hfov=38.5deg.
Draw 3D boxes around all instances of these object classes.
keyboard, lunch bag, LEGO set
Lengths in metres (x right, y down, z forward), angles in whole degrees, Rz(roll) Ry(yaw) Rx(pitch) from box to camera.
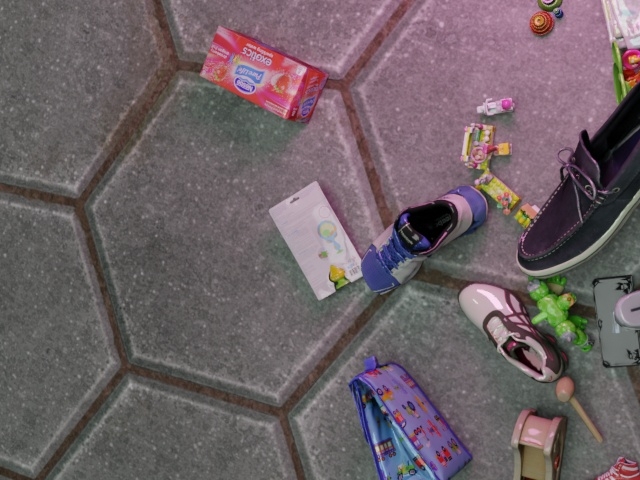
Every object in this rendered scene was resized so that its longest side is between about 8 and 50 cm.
[{"bbox_3d":[0.606,0.160,1.822,0.108,0.023,0.180,-8,89,23],"label":"keyboard"},{"bbox_3d":[0.169,0.376,1.923,0.138,0.221,0.293,-30,79,23],"label":"lunch bag"},{"bbox_3d":[0.357,-0.148,1.883,0.132,0.107,0.287,-15,85,25],"label":"LEGO set"}]

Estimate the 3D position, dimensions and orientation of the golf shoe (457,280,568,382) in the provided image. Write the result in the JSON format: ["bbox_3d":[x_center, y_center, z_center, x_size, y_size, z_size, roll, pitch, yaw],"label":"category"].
[{"bbox_3d":[0.387,0.182,1.875,0.273,0.120,0.105,41,109,20],"label":"golf shoe"}]

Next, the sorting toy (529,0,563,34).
[{"bbox_3d":[0.460,-0.468,1.862,0.061,0.042,0.102,18,99,24],"label":"sorting toy"}]

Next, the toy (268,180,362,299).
[{"bbox_3d":[0.000,0.000,2.084,0.137,0.056,0.237,-30,84,19],"label":"toy"}]

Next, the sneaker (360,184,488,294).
[{"bbox_3d":[0.185,-0.006,1.918,0.315,0.182,0.127,-38,75,30],"label":"sneaker"}]

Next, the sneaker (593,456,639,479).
[{"bbox_3d":[0.579,0.469,1.833,0.118,0.042,0.067,-9,92,17],"label":"sneaker"}]

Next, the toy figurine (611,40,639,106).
[{"bbox_3d":[0.645,-0.312,1.738,0.159,0.130,0.173,-11,117,13],"label":"toy figurine"}]

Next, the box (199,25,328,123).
[{"bbox_3d":[-0.129,-0.378,2.096,0.256,0.122,0.128,30,104,21],"label":"box"}]

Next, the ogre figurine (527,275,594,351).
[{"bbox_3d":[0.471,0.139,1.833,0.096,0.118,0.197,-17,85,25],"label":"ogre figurine"}]

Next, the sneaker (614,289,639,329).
[{"bbox_3d":[0.685,0.111,1.752,0.258,0.091,0.094,-10,80,4],"label":"sneaker"}]

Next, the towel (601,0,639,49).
[{"bbox_3d":[0.699,-0.554,1.723,0.374,0.090,0.321,-16,86,24],"label":"towel"}]

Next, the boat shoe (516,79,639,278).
[{"bbox_3d":[0.522,-0.126,1.706,0.500,0.156,0.187,-50,27,32],"label":"boat shoe"}]

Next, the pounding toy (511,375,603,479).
[{"bbox_3d":[0.463,0.417,1.807,0.154,0.154,0.270,11,108,25],"label":"pounding toy"}]
